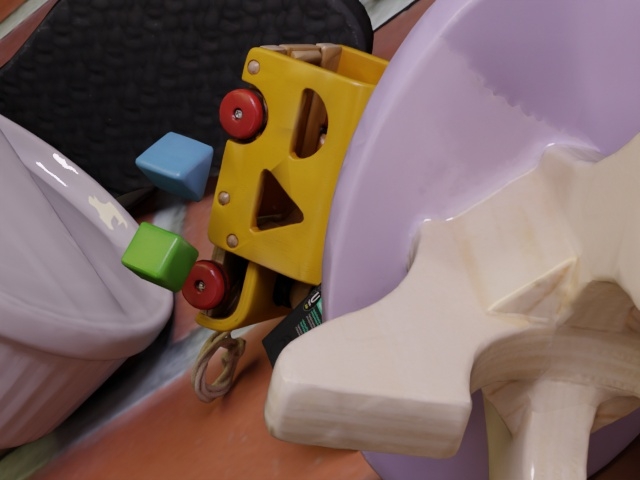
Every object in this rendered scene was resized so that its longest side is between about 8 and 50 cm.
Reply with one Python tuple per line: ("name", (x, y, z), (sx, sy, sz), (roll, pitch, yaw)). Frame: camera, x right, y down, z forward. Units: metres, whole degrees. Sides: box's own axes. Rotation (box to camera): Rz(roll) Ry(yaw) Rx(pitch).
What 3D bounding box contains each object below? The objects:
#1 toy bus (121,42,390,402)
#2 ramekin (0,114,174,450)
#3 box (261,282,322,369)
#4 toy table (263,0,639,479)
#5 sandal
("toy bus", (0.000, -0.011, 1.027), (0.104, 0.202, 0.191), (22, 63, 29))
("ramekin", (-0.238, 0.019, 1.184), (0.127, 0.273, 0.273), (-55, 26, 18))
("box", (0.022, 0.053, 0.969), (0.083, 0.062, 0.052), (-44, 28, 9))
("toy table", (0.096, 0.031, 0.723), (0.252, 0.274, 0.161), (-3, 30, -7))
("sandal", (-0.135, -0.111, 1.300), (0.445, 0.167, 0.107), (-21, 22, 41))
